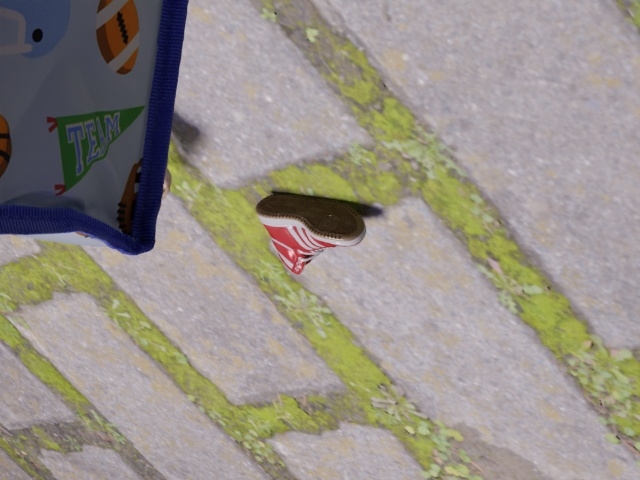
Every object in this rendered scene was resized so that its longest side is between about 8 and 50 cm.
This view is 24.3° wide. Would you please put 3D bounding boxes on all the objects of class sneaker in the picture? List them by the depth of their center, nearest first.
[{"bbox_3d":[0.000,0.000,1.285,0.118,0.042,0.067,16,140,42],"label":"sneaker"}]

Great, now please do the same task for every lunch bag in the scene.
[{"bbox_3d":[-0.251,-0.208,0.871,0.328,0.385,0.239,10,180,30],"label":"lunch bag"}]

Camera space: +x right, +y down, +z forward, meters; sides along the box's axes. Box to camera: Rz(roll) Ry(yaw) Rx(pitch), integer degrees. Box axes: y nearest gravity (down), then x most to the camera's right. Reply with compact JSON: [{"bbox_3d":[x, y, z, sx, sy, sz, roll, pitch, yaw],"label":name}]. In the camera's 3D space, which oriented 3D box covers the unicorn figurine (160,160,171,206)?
[{"bbox_3d":[-0.178,-0.096,1.309,0.162,0.060,0.111,44,141,10],"label":"unicorn figurine"}]
